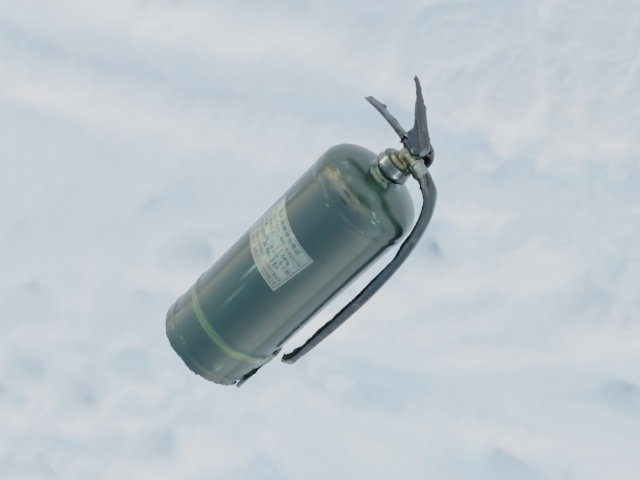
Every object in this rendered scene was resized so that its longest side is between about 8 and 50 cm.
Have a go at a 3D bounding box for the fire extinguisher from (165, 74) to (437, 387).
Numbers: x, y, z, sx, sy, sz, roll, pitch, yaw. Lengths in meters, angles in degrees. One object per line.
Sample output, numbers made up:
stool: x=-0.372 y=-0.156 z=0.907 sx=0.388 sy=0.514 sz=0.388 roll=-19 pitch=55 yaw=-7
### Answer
fire extinguisher: x=0.000 y=0.000 z=0.941 sx=0.294 sy=0.093 sz=0.118 roll=-43 pitch=70 yaw=31
